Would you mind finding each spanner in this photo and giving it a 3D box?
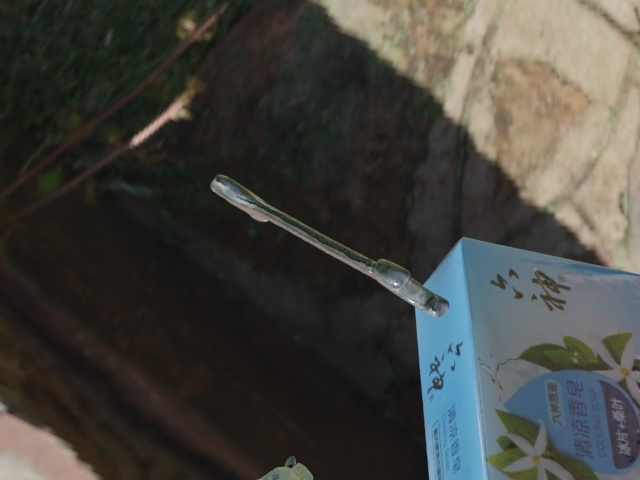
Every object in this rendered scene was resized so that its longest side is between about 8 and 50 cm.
[{"bbox_3d":[0.000,0.000,1.255,0.054,0.254,0.015,36,86,-38],"label":"spanner"}]

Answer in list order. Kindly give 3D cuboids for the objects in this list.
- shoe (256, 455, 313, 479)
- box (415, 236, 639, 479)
[{"bbox_3d":[-0.078,0.297,1.777,0.342,0.210,0.132,18,146,13],"label":"shoe"},{"bbox_3d":[0.147,0.122,1.208,0.143,0.232,0.083,11,144,-19],"label":"box"}]
